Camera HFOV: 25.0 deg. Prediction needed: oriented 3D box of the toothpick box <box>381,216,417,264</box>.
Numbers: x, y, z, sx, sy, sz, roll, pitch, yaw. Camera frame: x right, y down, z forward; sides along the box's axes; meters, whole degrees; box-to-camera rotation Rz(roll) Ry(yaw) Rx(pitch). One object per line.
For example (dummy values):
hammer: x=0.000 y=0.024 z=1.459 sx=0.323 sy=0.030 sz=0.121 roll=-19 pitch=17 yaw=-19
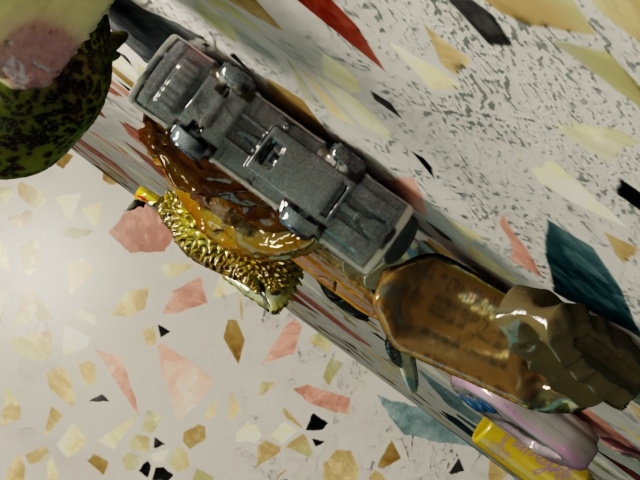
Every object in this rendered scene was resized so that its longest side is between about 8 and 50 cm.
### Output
toothpick box: x=0.046 y=-0.020 z=1.384 sx=0.083 sy=0.052 sz=0.052 roll=35 pitch=174 yaw=24

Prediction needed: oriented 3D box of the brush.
brush: x=0.272 y=0.132 z=1.243 sx=0.301 sy=0.071 sz=0.084 roll=34 pitch=172 yaw=-29

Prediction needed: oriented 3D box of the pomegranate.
pomegranate: x=-0.301 y=-0.183 z=1.403 sx=0.204 sy=0.222 sz=0.276 roll=21 pitch=-165 yaw=-10

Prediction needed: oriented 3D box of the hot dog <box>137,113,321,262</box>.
hot dog: x=-0.091 y=-0.060 z=1.511 sx=0.259 sy=0.114 sz=0.175 roll=31 pitch=161 yaw=41

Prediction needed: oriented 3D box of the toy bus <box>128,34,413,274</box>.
toy bus: x=-0.042 y=-0.078 z=1.304 sx=0.268 sy=0.092 sz=0.106 roll=36 pitch=-177 yaw=2

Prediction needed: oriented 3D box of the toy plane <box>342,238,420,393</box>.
toy plane: x=0.092 y=0.071 z=1.564 sx=0.192 sy=0.088 sz=0.262 roll=34 pitch=159 yaw=38

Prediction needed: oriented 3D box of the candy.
candy: x=0.172 y=0.099 z=1.373 sx=0.271 sy=0.101 sz=0.143 roll=28 pitch=-178 yaw=6

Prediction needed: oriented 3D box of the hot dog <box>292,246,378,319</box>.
hot dog: x=0.000 y=0.000 z=1.674 sx=0.269 sy=0.072 sz=0.115 roll=39 pitch=174 yaw=-12

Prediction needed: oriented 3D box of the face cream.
face cream: x=0.374 y=0.375 z=2.335 sx=0.273 sy=0.078 sz=0.078 roll=37 pitch=174 yaw=-2

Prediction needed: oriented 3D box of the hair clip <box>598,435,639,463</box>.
hair clip: x=0.396 y=0.278 z=1.779 sx=0.137 sy=0.022 sz=0.054 roll=40 pitch=174 yaw=-28

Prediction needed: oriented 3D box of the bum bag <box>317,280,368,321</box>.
bum bag: x=0.027 y=0.060 z=2.088 sx=0.087 sy=0.049 sz=0.197 roll=61 pitch=-173 yaw=31

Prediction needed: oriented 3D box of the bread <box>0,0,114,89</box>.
bread: x=-0.309 y=-0.263 z=1.084 sx=0.338 sy=0.155 sz=0.187 roll=37 pitch=-178 yaw=-20

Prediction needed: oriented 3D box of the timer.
timer: x=0.263 y=0.220 z=1.867 sx=0.191 sy=0.069 sz=0.208 roll=37 pitch=172 yaw=-4

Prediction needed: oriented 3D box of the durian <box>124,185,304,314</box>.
durian: x=-0.112 y=-0.024 z=1.811 sx=0.237 sy=0.138 sz=0.193 roll=34 pitch=177 yaw=-6
